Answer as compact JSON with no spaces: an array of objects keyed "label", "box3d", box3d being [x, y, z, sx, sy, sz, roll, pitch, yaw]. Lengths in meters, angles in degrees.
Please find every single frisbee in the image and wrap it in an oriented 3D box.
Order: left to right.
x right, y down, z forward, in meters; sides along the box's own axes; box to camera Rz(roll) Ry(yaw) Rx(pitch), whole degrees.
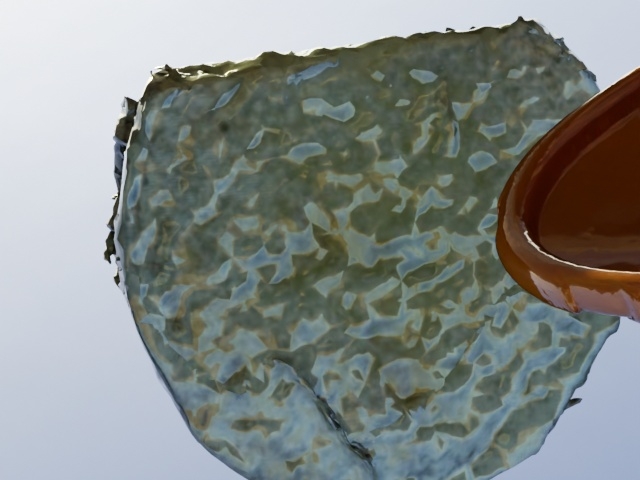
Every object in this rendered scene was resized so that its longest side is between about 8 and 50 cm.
[{"label":"frisbee","box3d":[0.140,-0.026,0.394,0.192,0.035,0.192,-23,-161,8]}]

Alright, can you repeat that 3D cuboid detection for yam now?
[{"label":"yam","box3d":[0.003,0.004,0.639,0.202,0.201,0.271,-9,-167,-10]}]
